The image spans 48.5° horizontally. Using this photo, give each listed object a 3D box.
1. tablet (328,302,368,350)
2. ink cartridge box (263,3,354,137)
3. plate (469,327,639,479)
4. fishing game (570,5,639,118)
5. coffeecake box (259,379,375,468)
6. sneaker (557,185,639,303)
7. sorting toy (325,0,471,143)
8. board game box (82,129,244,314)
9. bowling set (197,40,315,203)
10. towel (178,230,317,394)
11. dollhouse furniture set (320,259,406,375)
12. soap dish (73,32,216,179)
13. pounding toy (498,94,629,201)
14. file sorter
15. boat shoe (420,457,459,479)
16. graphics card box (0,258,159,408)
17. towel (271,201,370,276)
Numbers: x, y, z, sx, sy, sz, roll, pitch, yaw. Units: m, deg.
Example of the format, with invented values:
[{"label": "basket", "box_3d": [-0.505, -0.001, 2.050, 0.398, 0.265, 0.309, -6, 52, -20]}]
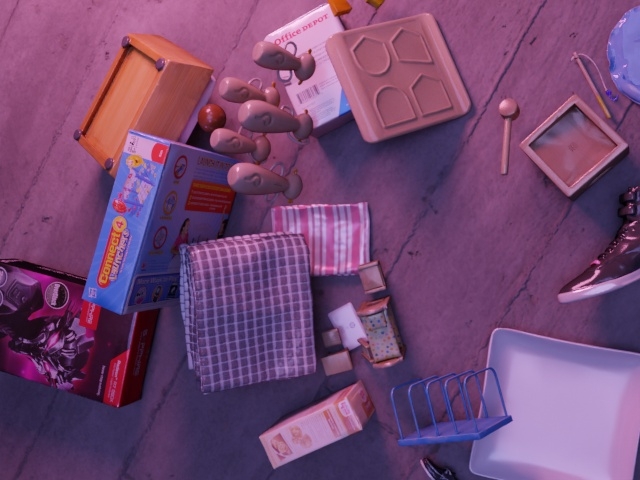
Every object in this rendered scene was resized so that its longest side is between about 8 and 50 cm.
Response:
[{"label": "tablet", "box_3d": [0.055, 0.170, 1.393, 0.054, 0.006, 0.083, -29, 85, 13]}, {"label": "ink cartridge box", "box_3d": [0.005, -0.321, 1.357, 0.148, 0.086, 0.203, -24, 85, 14]}, {"label": "plate", "box_3d": [0.428, 0.313, 1.281, 0.277, 0.045, 0.278, 9, 94, 15]}, {"label": "fishing game", "box_3d": [0.595, -0.324, 1.232, 0.264, 0.041, 0.189, -33, 83, 21]}, {"label": "coffeecake box", "box_3d": [-0.002, 0.344, 1.340, 0.185, 0.142, 0.068, -28, 85, 13]}, {"label": "sneaker", "box_3d": [0.522, -0.004, 1.227, 0.296, 0.104, 0.147, -28, 82, 7]}, {"label": "sorting toy", "box_3d": [0.125, -0.342, 1.309, 0.229, 0.041, 0.307, -20, 85, -21]}, {"label": "board game box", "box_3d": [-0.279, -0.030, 1.321, 0.086, 0.308, 0.302, 19, 95, 16]}, {"label": "bowling set", "box_3d": [-0.116, -0.228, 1.314, 0.200, 0.154, 0.287, 26, 105, 48]}, {"label": "towel", "box_3d": [-0.129, 0.133, 1.304, 0.235, 0.121, 0.283, -9, 98, -27]}, {"label": "dollhouse furniture set", "box_3d": [0.056, 0.151, 1.330, 0.161, 0.101, 0.182, -17, 94, 12]}, {"label": "soap dish", "box_3d": [-0.351, -0.252, 1.391, 0.229, 0.118, 0.291, 39, 103, 41]}, {"label": "pounding toy", "box_3d": [0.401, -0.170, 1.261, 0.181, 0.094, 0.206, -44, 71, 16]}, {"label": "file sorter", "box_3d": [0.227, 0.294, 1.264, 0.170, 0.118, 0.104, -19, 82, 41]}, {"label": "boat shoe", "box_3d": [0.240, 0.449, 1.330, 0.125, 0.046, 0.038, 46, 101, 6]}, {"label": "graphics card box", "box_3d": [-0.540, 0.188, 1.502, 0.371, 0.094, 0.233, 14, 95, 15]}, {"label": "towel", "box_3d": [0.000, 0.000, 1.393, 0.197, 0.029, 0.144, -2, 91, 14]}]
